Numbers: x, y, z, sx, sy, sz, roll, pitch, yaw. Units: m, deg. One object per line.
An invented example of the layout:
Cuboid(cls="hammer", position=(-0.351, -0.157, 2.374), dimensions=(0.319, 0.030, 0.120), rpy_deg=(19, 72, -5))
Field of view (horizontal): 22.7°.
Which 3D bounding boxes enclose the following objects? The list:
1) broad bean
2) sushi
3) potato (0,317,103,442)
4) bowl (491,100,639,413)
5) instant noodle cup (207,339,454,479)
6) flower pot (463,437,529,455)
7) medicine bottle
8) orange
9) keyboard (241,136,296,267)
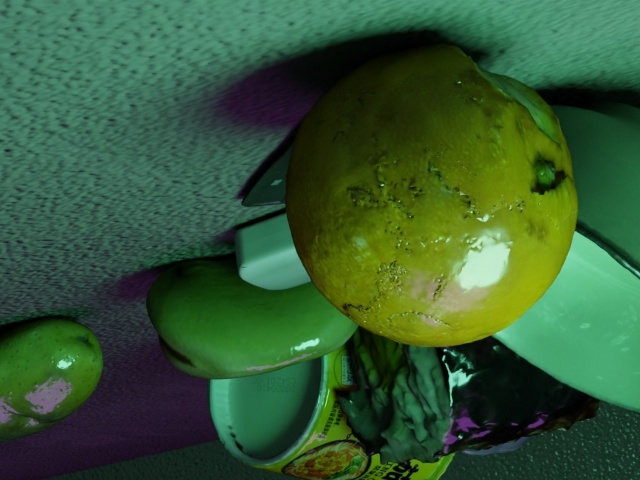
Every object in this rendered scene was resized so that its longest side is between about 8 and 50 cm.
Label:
Cuboid(cls="broad bean", position=(-0.078, 0.082, 1.887), dimensions=(0.263, 0.189, 0.121), rpy_deg=(-13, 130, 12))
Cuboid(cls="sushi", position=(0.195, 0.125, 2.014), dimensions=(0.294, 0.281, 0.299), rpy_deg=(-9, 163, -25))
Cuboid(cls="potato", position=(-0.402, 0.183, 2.130), dimensions=(0.248, 0.143, 0.169), rpy_deg=(-25, 160, 23))
Cuboid(cls="bowl", position=(0.267, -0.009, 1.526), dimensions=(0.185, 0.354, 0.354), rpy_deg=(-53, -179, -18))
Cuboid(cls="instant noodle cup", position=(0.013, 0.204, 2.244), dimensions=(0.254, 0.325, 0.325), rpy_deg=(13, 155, -41))
Cuboid(cls="flower pot", position=(0.294, 0.181, 2.519), dimensions=(0.265, 0.265, 0.243), rpy_deg=(-4, 155, -31))
Cuboid(cls="medicine bottle", position=(0.000, 0.000, 1.772), dimensions=(0.183, 0.069, 0.119), rpy_deg=(-18, 158, 35))
Cuboid(cls="orange", position=(0.088, -0.035, 1.270), dimensions=(0.240, 0.240, 0.240), rpy_deg=(-10, 168, -2))
Cuboid(cls="keyboard", position=(-0.016, -0.057, 1.591), dimensions=(0.103, 0.041, 0.381), rpy_deg=(-6, 161, -18))
